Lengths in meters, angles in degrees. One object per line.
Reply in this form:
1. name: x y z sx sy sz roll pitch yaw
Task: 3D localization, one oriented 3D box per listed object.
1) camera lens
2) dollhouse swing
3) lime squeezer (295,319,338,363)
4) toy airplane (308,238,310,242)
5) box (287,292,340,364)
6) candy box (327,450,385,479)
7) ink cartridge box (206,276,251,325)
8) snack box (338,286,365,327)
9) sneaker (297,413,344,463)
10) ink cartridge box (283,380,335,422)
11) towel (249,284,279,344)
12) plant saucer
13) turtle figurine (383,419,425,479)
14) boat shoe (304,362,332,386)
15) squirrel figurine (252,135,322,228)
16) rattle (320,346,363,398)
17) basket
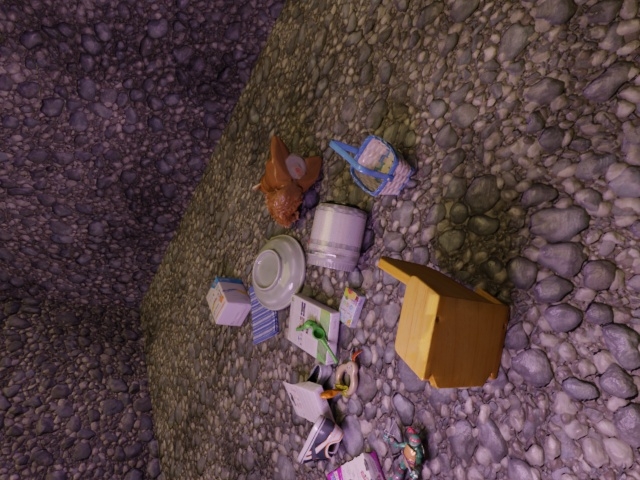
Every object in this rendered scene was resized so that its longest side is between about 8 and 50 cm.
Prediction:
1. camera lens: 0.069 -0.020 1.847 0.219 0.219 0.274 9 87 53
2. dollhouse swing: 0.329 0.235 1.330 0.305 0.347 0.315 10 89 52
3. lime squeezer: -0.028 0.404 1.867 0.310 0.059 0.109 26 110 50
4. toy airplane: 0.000 0.000 2.091 0.151 0.028 0.151 -17 67 48
5. box: -0.037 0.387 1.976 0.322 0.059 0.232 17 104 55
6. candy box: 0.135 0.900 1.622 0.233 0.071 0.159 -49 45 34
7. ink cartridge box: -0.533 0.354 2.564 0.171 0.168 0.232 -59 41 21
8. snack box: 0.126 0.278 1.839 0.100 0.037 0.141 30 106 53
9. sneaker: -0.001 0.828 1.770 0.126 0.128 0.321 -53 -13 -46
10. ink cartridge box: -0.051 0.683 1.874 0.225 0.056 0.180 -4 109 53
11. towel: -0.316 0.369 2.387 0.243 0.040 0.335 -34 55 43
12. plant saucer: -0.245 0.157 2.263 0.401 0.101 0.400 -13 70 41
13. turtle figurine: 0.288 0.715 1.442 0.175 0.118 0.234 -147 57 -66
14. boat shoe: -0.033 0.617 1.912 0.079 0.081 0.227 48 118 47
15. squirrel figurine: -0.212 -0.272 2.256 0.370 0.281 0.396 -19 63 56
16. rattle: 0.080 0.521 1.753 0.130 0.143 0.199 -124 48 -66
17. basket: 0.194 -0.299 1.706 0.254 0.289 0.201 53 126 42
